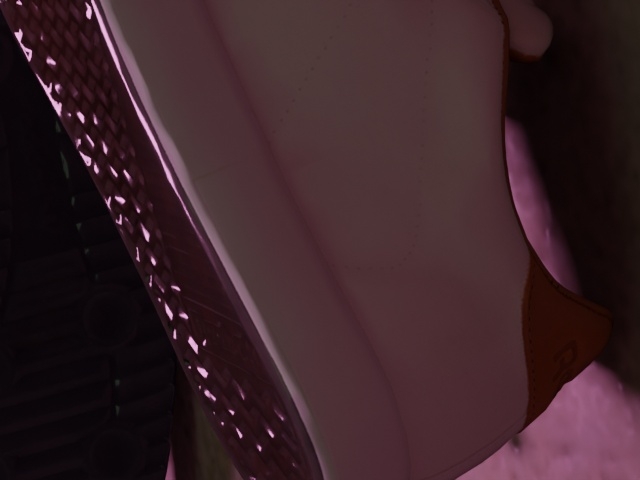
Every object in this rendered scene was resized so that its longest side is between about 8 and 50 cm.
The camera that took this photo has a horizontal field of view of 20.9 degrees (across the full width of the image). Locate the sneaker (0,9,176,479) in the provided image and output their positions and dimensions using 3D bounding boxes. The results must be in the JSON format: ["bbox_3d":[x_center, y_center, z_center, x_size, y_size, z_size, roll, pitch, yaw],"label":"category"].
[{"bbox_3d":[-0.127,-0.005,0.731,0.131,0.112,0.319,-175,81,-76],"label":"sneaker"}]

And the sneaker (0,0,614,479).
[{"bbox_3d":[-0.017,-0.074,0.473,0.290,0.123,0.106,65,159,1],"label":"sneaker"}]
